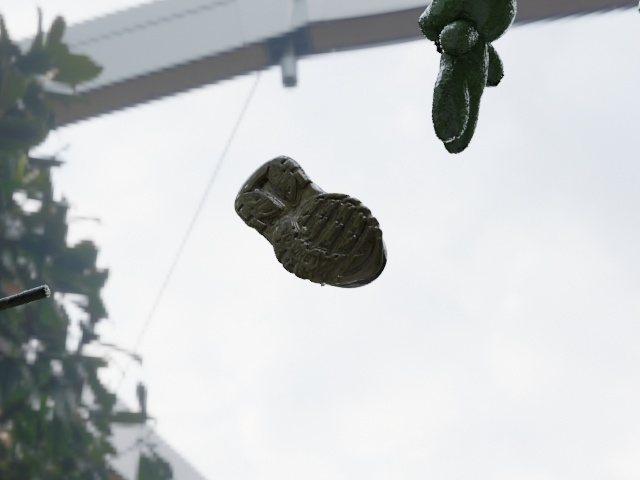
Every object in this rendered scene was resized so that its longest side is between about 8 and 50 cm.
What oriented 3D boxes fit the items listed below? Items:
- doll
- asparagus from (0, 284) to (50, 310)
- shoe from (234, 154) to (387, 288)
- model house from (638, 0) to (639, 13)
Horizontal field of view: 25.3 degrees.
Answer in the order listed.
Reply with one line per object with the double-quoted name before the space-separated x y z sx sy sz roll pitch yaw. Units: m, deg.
"doll" 0.108 -0.148 1.132 0.077 0.150 0.115 5 -10 28
"asparagus" -0.335 0.067 1.447 0.127 0.018 0.015 -14 -28 9
"shoe" 0.000 0.000 1.297 0.089 0.180 0.092 -48 -41 -5
"model house" 0.281 -0.255 1.048 0.184 0.291 0.253 -1 -45 -38
